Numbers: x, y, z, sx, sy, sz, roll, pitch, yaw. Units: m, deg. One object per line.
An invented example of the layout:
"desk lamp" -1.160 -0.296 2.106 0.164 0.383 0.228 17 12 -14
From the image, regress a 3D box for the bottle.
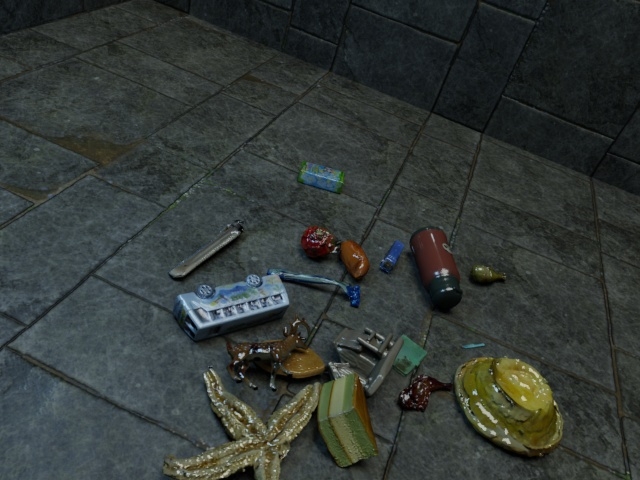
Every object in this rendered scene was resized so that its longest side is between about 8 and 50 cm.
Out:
"bottle" 0.425 0.100 2.021 0.144 0.143 0.336 9 38 -13

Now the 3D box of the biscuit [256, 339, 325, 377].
"biscuit" -0.095 0.335 1.576 0.221 0.028 0.142 10 27 -1

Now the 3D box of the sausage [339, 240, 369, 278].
"sausage" 0.123 0.068 1.979 0.089 0.089 0.179 0 42 -23

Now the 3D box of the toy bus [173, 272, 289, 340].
"toy bus" -0.258 0.194 1.645 0.330 0.109 0.135 -12 57 -33

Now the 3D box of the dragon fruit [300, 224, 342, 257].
"dragon fruit" -0.006 0.001 1.987 0.142 0.121 0.130 19 62 -44

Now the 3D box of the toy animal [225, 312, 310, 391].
"toy animal" -0.135 0.294 1.514 0.244 0.087 0.260 7 30 -12

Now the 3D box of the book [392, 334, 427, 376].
"book" 0.263 0.358 1.728 0.103 0.017 0.135 36 40 23

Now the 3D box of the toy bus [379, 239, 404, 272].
"toy bus" 0.269 0.058 2.077 0.051 0.061 0.153 30 36 6

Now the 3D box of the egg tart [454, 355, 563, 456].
"egg tart" 0.572 0.461 1.641 0.346 0.132 0.345 14 36 -11

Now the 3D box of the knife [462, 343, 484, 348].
"knife" 0.510 0.351 1.853 0.091 0.005 0.014 -2 43 -25

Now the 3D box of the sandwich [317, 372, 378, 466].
"sandwich" 0.072 0.460 1.443 0.117 0.144 0.187 -23 14 12

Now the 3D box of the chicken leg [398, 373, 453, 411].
"chicken leg" 0.306 0.437 1.622 0.205 0.053 0.093 -23 76 -34

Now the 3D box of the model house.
"model house" 0.113 0.341 1.599 0.188 0.122 0.229 25 42 16

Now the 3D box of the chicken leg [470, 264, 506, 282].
"chicken leg" 0.652 0.129 2.155 0.178 0.070 0.093 8 31 -26

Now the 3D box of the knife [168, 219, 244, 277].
"knife" -0.371 0.030 1.854 0.089 0.043 0.365 0 28 32

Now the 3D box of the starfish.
"starfish" -0.181 0.453 1.363 0.324 0.082 0.432 16 29 7

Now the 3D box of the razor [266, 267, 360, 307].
"razor" -0.019 0.136 1.858 0.325 0.056 0.093 16 38 -4

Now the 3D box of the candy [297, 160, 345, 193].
"candy" 0.004 -0.272 2.382 0.195 0.062 0.097 15 37 -3
